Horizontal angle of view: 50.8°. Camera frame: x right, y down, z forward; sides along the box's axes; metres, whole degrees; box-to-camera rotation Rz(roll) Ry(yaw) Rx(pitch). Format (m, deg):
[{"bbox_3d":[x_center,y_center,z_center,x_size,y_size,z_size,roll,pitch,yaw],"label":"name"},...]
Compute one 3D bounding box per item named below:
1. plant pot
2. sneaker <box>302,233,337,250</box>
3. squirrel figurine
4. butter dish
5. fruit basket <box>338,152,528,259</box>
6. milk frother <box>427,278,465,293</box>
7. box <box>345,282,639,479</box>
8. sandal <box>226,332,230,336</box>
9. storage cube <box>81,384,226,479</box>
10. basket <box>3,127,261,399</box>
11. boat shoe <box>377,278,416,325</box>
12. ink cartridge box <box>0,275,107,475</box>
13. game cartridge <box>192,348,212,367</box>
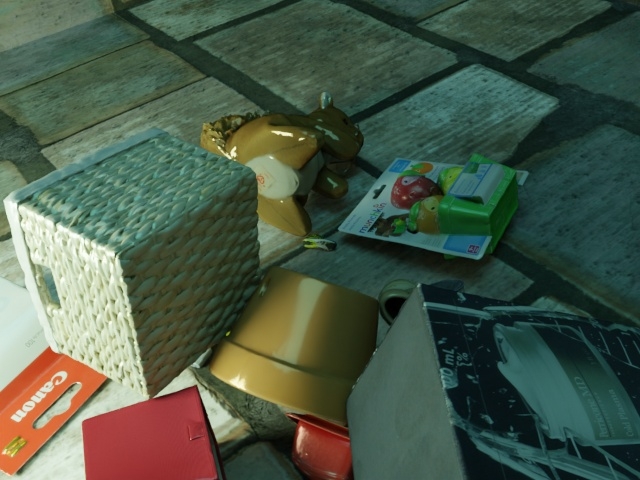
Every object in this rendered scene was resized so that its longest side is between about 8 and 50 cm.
[{"bbox_3d":[-0.023,0.168,1.161,0.290,0.291,0.204,16,85,23],"label":"plant pot"},{"bbox_3d":[0.000,0.000,1.586,0.083,0.031,0.035,8,43,15],"label":"sneaker"},{"bbox_3d":[-0.086,-0.247,1.700,0.396,0.281,0.370,16,38,21],"label":"squirrel figurine"},{"bbox_3d":[0.014,0.367,1.111,0.159,0.160,0.118,15,68,22],"label":"butter dish"},{"bbox_3d":[0.264,-0.100,1.573,0.353,0.166,0.327,17,46,28],"label":"fruit basket"},{"bbox_3d":[0.214,0.158,1.306,0.143,0.135,0.129,-20,12,-19],"label":"milk frother"},{"bbox_3d":[0.313,0.352,0.848,0.471,0.297,0.480,11,40,-15],"label":"box"},{"bbox_3d":[-0.302,0.134,1.424,0.317,0.126,0.138,5,22,11],"label":"sandal"},{"bbox_3d":[-0.254,0.381,1.077,0.193,0.184,0.215,-15,43,-10],"label":"storage cube"},{"bbox_3d":[-0.292,0.030,1.162,0.266,0.329,0.331,21,40,28],"label":"basket"},{"bbox_3d":[0.244,0.197,1.196,0.341,0.122,0.110,32,8,5],"label":"boat shoe"},{"bbox_3d":[-0.638,0.247,1.343,0.384,0.091,0.308,18,47,26],"label":"ink cartridge box"},{"bbox_3d":[-0.266,0.226,1.378,0.083,0.017,0.056,15,42,22],"label":"game cartridge"}]
